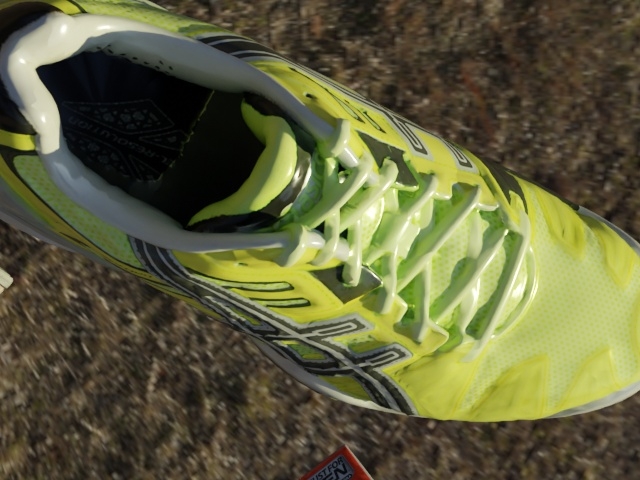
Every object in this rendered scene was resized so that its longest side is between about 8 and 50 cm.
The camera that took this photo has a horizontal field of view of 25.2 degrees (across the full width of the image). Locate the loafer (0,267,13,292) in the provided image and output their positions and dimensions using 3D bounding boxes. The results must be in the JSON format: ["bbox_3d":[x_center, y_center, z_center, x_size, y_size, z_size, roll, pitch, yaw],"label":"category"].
[{"bbox_3d":[-0.275,0.014,1.044,0.039,0.045,0.125,-53,141,-6],"label":"loafer"}]

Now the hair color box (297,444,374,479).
[{"bbox_3d":[0.038,0.199,0.892,0.043,0.072,0.141,-35,81,-14],"label":"hair color box"}]

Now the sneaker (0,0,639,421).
[{"bbox_3d":[0.000,0.000,0.648,0.385,0.147,0.145,19,89,-16],"label":"sneaker"}]
